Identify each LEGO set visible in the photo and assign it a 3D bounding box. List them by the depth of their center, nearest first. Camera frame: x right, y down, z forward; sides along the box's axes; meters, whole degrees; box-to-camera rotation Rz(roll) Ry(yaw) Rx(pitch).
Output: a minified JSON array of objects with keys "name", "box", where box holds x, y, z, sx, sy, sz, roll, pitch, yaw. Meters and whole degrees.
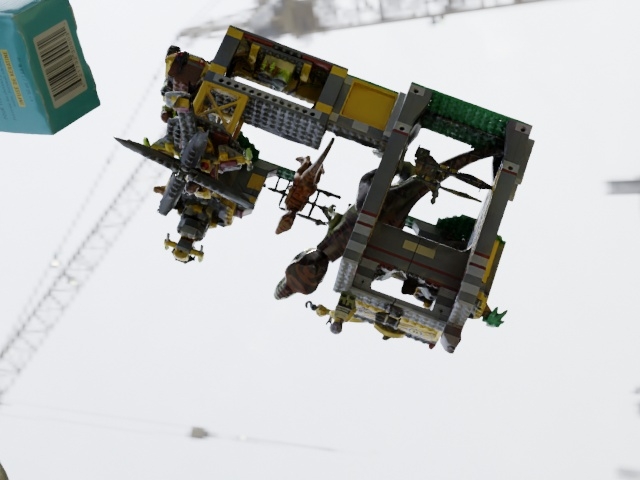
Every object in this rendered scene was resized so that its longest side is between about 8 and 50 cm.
[{"name":"LEGO set","box":[0.000,0.000,1.107,0.331,0.255,0.192,25,-120,-4]}]

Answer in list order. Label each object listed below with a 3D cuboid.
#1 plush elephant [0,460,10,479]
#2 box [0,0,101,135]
[{"name":"plush elephant","box":[-0.164,0.235,0.717,0.272,0.255,0.330,40,-126,6]},{"name":"box","box":[-0.292,-0.144,1.169,0.060,0.244,0.101,-41,-54,-44]}]
